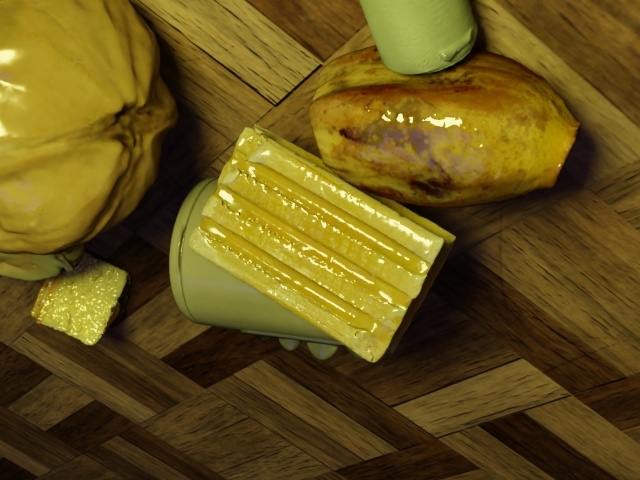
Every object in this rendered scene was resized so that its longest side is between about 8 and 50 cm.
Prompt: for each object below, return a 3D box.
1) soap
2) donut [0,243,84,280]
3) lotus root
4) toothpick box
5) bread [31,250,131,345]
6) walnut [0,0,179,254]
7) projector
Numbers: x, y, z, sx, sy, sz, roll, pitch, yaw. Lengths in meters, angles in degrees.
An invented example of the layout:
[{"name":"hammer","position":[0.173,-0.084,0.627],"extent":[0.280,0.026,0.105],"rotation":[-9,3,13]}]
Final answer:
[{"name":"soap","position":[0.000,0.000,1.140],"extent":[0.274,0.089,0.173],"rotation":[31,104,15]},{"name":"donut","position":[-0.526,-0.066,1.484],"extent":[0.371,0.150,0.307],"rotation":[23,151,-7]},{"name":"lotus root","position":[0.136,-0.115,1.063],"extent":[0.291,0.193,0.193],"rotation":[7,141,20]},{"name":"toothpick box","position":[-0.024,0.041,1.304],"extent":[0.316,0.229,0.229],"rotation":[7,141,20]},{"name":"bread","position":[-0.417,0.088,1.689],"extent":[0.147,0.127,0.152],"rotation":[23,127,0]},{"name":"walnut","position":[-0.364,-0.169,1.156],"extent":[0.384,0.383,0.383],"rotation":[15,143,11]},{"name":"projector","position":[0.059,-0.316,0.908],"extent":[0.108,0.108,0.337],"rotation":[1,139,28]}]
